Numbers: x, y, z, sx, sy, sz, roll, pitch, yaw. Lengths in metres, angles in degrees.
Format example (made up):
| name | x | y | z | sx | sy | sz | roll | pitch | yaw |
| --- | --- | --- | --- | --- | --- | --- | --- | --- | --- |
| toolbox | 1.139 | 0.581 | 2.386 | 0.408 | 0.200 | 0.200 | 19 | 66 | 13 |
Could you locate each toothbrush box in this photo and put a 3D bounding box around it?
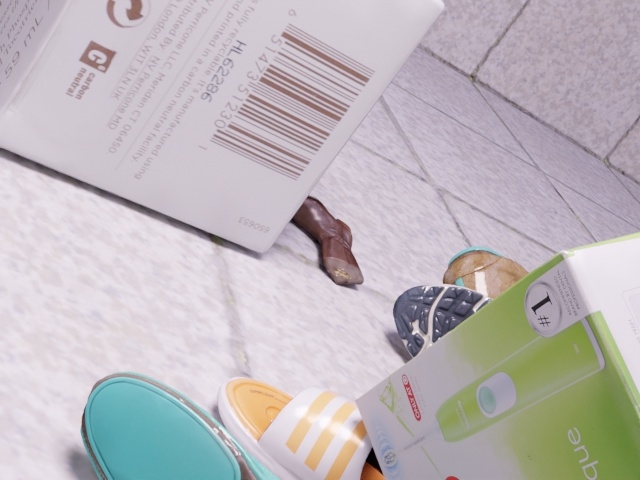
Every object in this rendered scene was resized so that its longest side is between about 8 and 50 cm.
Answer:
| name | x | y | z | sx | sy | sz | roll | pitch | yaw |
| --- | --- | --- | --- | --- | --- | --- | --- | --- | --- |
| toothbrush box | 0.162 | 0.142 | 0.719 | 0.122 | 0.283 | 0.206 | -12 | 72 | -28 |

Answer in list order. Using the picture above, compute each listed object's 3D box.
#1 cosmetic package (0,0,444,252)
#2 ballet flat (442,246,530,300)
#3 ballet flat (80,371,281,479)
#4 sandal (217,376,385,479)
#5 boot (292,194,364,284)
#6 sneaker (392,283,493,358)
| name | x | y | z | sx | sy | sz | roll | pitch | yaw |
| --- | --- | --- | --- | --- | --- | --- | --- | --- | --- |
| cosmetic package | -0.147 | -0.261 | 1.163 | 0.327 | 0.329 | 0.394 | 23 | 23 | -33 |
| ballet flat | 0.299 | 0.114 | 1.417 | 0.342 | 0.116 | 0.124 | 23 | 44 | -32 |
| ballet flat | -0.053 | 0.180 | 0.723 | 0.247 | 0.083 | 0.087 | 37 | -6 | 13 |
| sandal | 0.042 | 0.177 | 0.870 | 0.265 | 0.076 | 0.102 | 38 | 20 | 6 |
| boot | 0.000 | 0.000 | 1.264 | 0.106 | 0.037 | 0.114 | 27 | 27 | -19 |
| sneaker | 0.192 | 0.130 | 1.232 | 0.283 | 0.110 | 0.122 | 27 | -1 | -17 |
